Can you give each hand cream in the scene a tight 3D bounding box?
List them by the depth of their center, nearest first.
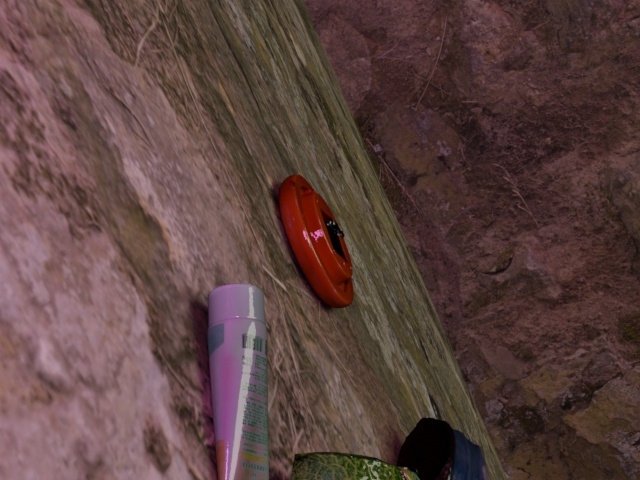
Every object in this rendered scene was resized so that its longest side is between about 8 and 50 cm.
[{"bbox_3d":[-0.061,0.121,0.520,0.076,0.047,0.174,48,32,-60],"label":"hand cream"}]

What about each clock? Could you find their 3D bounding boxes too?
[{"bbox_3d":[0.000,0.000,0.982,0.205,0.051,0.205,60,14,-27],"label":"clock"}]

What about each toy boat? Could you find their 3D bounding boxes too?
[{"bbox_3d":[0.181,0.348,0.947,0.142,0.129,0.309,53,11,-1],"label":"toy boat"}]

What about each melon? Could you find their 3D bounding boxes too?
[{"bbox_3d":[0.041,0.235,0.603,0.209,0.117,0.064,72,16,-61],"label":"melon"}]
